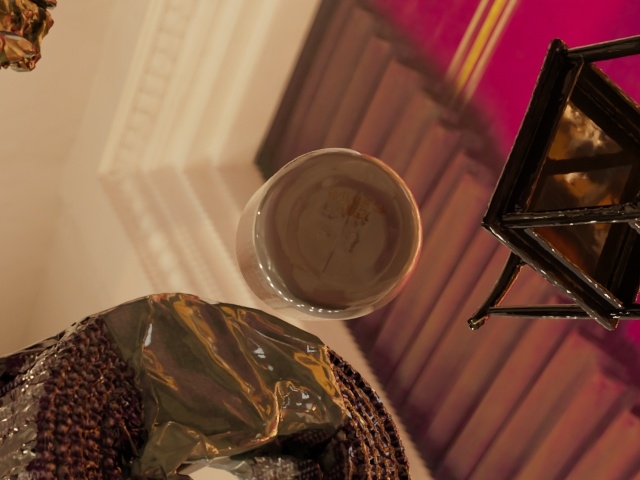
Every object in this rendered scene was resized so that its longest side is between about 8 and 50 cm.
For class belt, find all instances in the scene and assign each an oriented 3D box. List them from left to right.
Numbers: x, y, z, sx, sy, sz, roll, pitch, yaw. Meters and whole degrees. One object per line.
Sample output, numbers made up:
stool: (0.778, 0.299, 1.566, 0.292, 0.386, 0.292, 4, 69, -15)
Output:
belt: (-0.074, 0.165, 1.038, 0.325, 0.122, 0.260, -4, -113, -46)

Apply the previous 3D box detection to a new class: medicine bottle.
medicine bottle: (0.000, 0.000, 1.276, 0.131, 0.250, 0.131, 0, -93, -7)

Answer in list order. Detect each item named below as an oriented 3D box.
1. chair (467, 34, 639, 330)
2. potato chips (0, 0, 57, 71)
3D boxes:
chair: (0.180, -0.035, 1.006, 0.141, 0.260, 0.154, 37, -115, -31)
potato chips: (-0.248, -0.246, 0.741, 0.358, 0.070, 0.429, 65, -165, 14)
